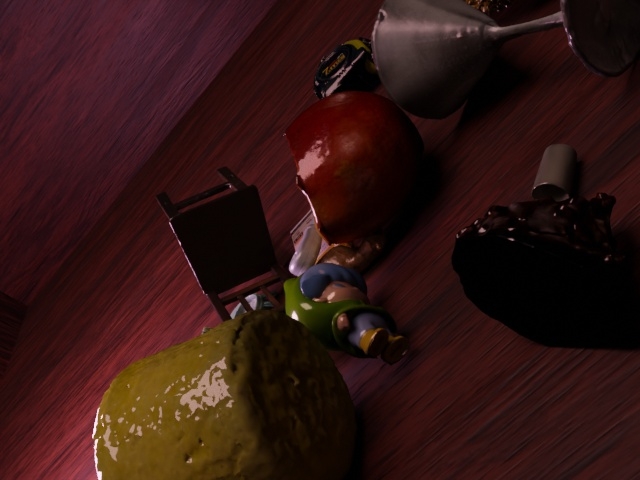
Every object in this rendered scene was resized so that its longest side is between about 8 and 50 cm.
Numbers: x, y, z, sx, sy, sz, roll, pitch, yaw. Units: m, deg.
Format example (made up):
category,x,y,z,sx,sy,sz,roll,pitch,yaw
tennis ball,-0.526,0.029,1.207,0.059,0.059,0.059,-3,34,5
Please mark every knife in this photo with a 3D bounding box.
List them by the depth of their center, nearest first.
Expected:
category,x,y,z,sx,sy,sz,roll,pitch,yaw
knife,-0.016,-0.023,1.544,0.331,0.044,0.080,-75,11,-60

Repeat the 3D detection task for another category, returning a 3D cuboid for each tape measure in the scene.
category,x,y,z,sx,sy,sz,roll,pitch,yaw
tape measure,0.074,-0.425,1.900,0.199,0.112,0.186,-43,34,13

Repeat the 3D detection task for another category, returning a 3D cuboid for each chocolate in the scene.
category,x,y,z,sx,sy,sz,roll,pitch,yaw
chocolate,0.288,-0.001,0.912,0.177,0.206,0.224,-55,18,-25

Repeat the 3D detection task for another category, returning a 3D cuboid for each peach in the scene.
category,x,y,z,sx,sy,sz,roll,pitch,yaw
peach,0.043,-0.125,1.377,0.281,0.281,0.338,-26,19,46

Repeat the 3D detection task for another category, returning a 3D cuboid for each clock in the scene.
category,x,y,z,sx,sy,sz,roll,pitch,yaw
clock,-0.150,0.164,1.647,0.135,0.041,0.101,-43,27,21

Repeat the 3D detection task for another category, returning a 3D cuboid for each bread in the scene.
category,x,y,z,sx,sy,sz,roll,pitch,yaw
bread,-0.129,0.287,1.136,0.308,0.348,0.348,-33,32,22

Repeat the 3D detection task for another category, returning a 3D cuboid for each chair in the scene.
category,x,y,z,sx,sy,sz,roll,pitch,yaw
chair,-0.202,0.010,1.630,0.203,0.240,0.416,-23,21,-14

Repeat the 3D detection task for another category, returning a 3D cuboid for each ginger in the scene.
category,x,y,z,sx,sy,sz,roll,pitch,yaw
ginger,0.057,0.033,1.424,0.165,0.067,0.096,-37,26,7

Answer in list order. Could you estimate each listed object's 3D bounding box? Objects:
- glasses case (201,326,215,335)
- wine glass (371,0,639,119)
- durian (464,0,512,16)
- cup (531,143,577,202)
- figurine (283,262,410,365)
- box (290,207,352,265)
category,x,y,z,sx,sy,sz,roll,pitch,yaw
glasses case,-0.252,0.320,1.566,0.095,0.062,0.272,102,178,-47
wine glass,0.310,-0.346,1.245,0.406,0.267,0.267,7,65,56
durian,0.345,-0.578,1.486,0.293,0.258,0.258,11,69,52
cup,0.346,-0.090,1.093,0.054,0.075,0.083,10,58,23
figurine,0.037,0.126,1.235,0.263,0.162,0.143,33,101,55
box,0.000,0.000,1.593,0.129,0.033,0.247,-47,26,15
